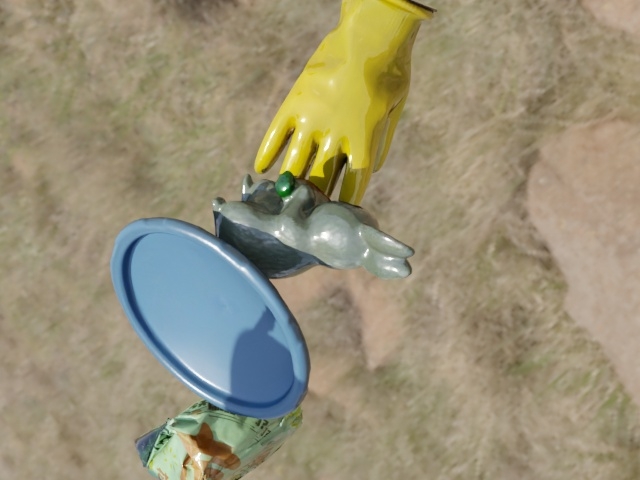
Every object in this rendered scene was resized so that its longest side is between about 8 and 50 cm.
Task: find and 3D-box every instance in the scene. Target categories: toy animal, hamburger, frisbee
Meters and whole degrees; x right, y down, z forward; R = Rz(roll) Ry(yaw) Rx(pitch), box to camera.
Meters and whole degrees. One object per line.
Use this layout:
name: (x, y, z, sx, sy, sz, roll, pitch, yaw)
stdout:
toy animal: (-0.002, -0.005, 1.375, 0.236, 0.108, 0.138, 13, 121, 12)
hamburger: (-0.132, 0.268, 1.633, 0.125, 0.214, 0.235, 58, 143, 20)
frisbee: (-0.123, 0.085, 1.422, 0.289, 0.049, 0.289, 24, 137, 25)

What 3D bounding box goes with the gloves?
gloves: (0.023, -0.156, 1.424, 0.133, 0.116, 0.294, 25, 103, 9)
